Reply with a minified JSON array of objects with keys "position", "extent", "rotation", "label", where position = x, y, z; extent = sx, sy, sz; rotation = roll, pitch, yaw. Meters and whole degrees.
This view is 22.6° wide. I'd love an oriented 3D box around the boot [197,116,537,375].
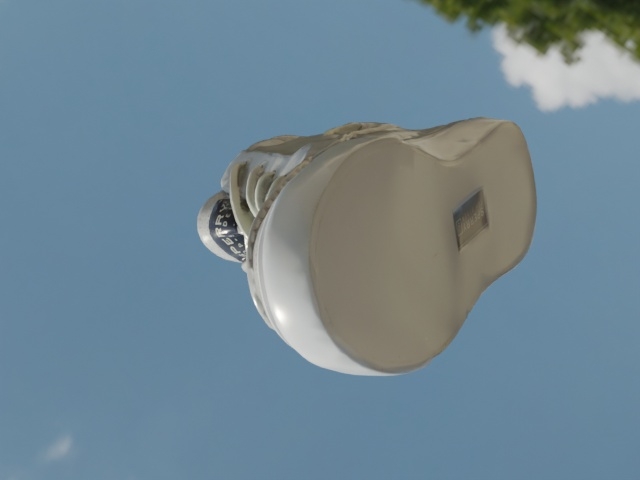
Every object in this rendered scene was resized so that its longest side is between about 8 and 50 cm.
[{"position":[0.000,0.000,0.681],"extent":[0.258,0.123,0.095],"rotation":[-19,-77,-65],"label":"boot"}]
